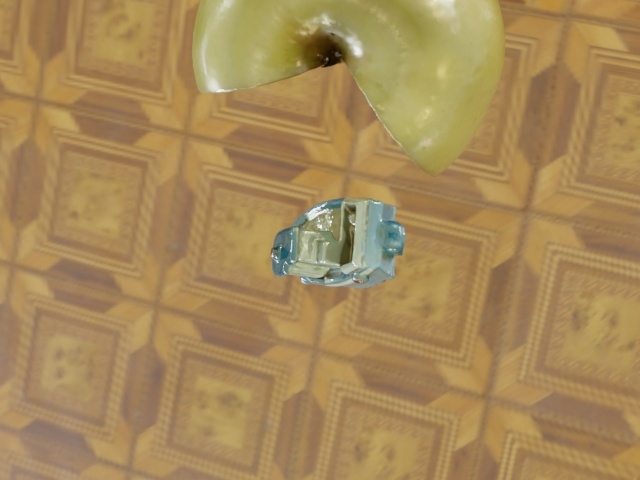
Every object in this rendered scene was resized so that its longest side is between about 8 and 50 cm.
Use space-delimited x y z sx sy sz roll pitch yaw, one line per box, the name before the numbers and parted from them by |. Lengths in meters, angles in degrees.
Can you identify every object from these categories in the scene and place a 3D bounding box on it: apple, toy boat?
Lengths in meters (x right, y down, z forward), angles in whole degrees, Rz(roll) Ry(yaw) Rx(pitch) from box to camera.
apple | 0.040 -0.215 1.299 0.295 0.258 0.233 24 111 6
toy boat | 0.000 0.000 1.342 0.102 0.215 0.088 6 85 -21
